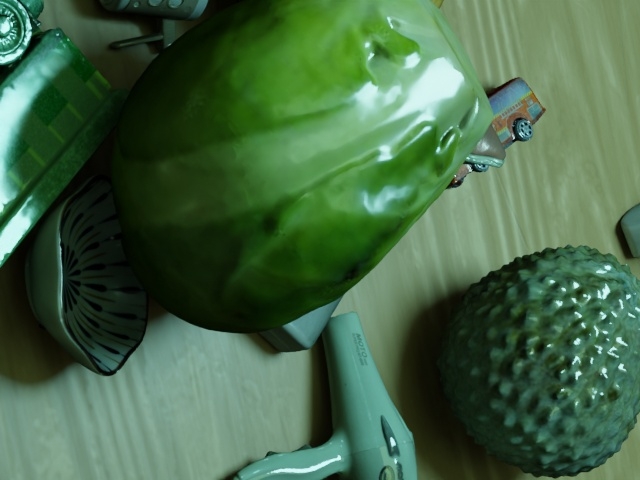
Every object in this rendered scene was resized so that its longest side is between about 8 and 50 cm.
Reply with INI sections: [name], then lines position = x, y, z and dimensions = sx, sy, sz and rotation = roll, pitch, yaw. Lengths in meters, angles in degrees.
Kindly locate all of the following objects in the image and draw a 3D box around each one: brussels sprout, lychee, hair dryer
[brussels sprout]
position = -0.029, -0.077, 1.327
dimensions = 0.276, 0.371, 0.315
rotation = 57, 22, 9
[lychee]
position = 0.264, 0.133, 1.612
dimensions = 0.255, 0.274, 0.255
rotation = 25, 37, -21
[hair dryer]
position = -0.018, 0.180, 1.508
dimensions = 0.267, 0.092, 0.229
rotation = 11, 68, -25

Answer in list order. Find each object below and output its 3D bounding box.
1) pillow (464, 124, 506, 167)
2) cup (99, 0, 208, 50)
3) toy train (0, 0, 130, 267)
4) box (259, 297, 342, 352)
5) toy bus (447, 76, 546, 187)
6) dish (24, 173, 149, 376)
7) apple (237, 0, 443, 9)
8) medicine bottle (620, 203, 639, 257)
[pillow]
position = 0.100, -0.141, 1.593
dimensions = 0.179, 0.075, 0.171
rotation = 1, 44, -32
[cup]
position = -0.178, -0.253, 1.464
dimensions = 0.099, 0.102, 0.074
rotation = 1, 44, -35
[toy train]
position = -0.320, -0.091, 1.292
dimensions = 0.202, 0.120, 0.301
rotation = 48, 58, -24
[box]
position = 0.000, 0.000, 1.552
dimensions = 0.103, 0.055, 0.244
rotation = 45, 59, -22
[toy bus]
position = 0.188, -0.125, 1.711
dimensions = 0.192, 0.065, 0.077
rotation = -35, 93, -36
[dish]
position = -0.228, 0.035, 1.348
dimensions = 0.190, 0.066, 0.191
rotation = -5, 90, -72
[apple]
position = 0.023, -0.311, 1.519
dimensions = 0.253, 0.253, 0.254
rotation = 7, 78, -36
[medicine bottle]
position = 0.483, -0.029, 1.837
dimensions = 0.119, 0.183, 0.069
rotation = -26, 97, -37
